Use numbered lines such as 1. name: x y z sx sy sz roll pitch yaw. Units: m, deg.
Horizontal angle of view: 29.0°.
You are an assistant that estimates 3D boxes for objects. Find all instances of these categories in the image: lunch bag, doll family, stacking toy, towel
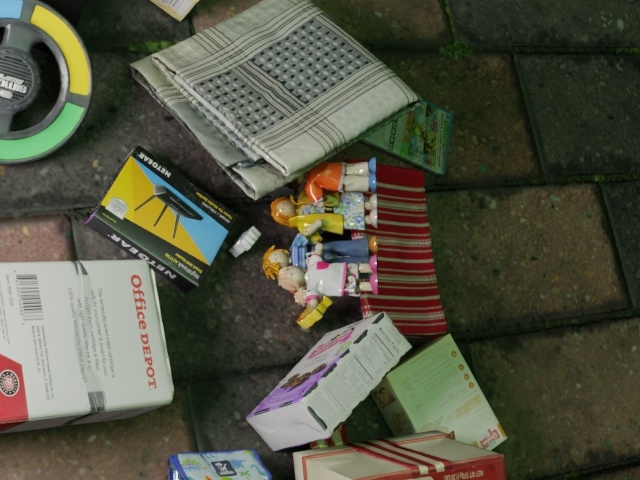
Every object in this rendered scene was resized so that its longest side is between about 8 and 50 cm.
1. lunch bag: -0.130 0.352 1.661 0.129 0.096 0.151 2 54 -29
2. doll family: 0.000 0.000 1.766 0.163 0.118 0.263 -1 59 3
3. stacking toy: -0.019 0.001 1.870 0.167 0.052 0.221 45 55 -12
4. towel: 0.116 0.013 1.911 0.199 0.031 0.275 8 70 -50
5. towel: -0.067 -0.231 1.812 0.324 0.056 0.312 -33 64 -27

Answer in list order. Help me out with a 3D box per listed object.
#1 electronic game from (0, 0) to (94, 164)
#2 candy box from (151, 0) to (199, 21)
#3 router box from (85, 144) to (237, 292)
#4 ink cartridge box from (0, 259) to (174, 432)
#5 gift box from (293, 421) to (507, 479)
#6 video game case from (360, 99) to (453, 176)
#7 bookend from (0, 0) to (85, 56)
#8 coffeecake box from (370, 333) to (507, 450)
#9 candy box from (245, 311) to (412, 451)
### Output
1. electronic game: -0.420 -0.216 1.666 0.229 0.048 0.229 -2 96 -20
2. candy box: -0.284 -0.499 1.858 0.316 0.087 0.183 35 60 -16
3. router box: -0.224 -0.030 1.759 0.179 0.046 0.133 35 60 -16
4. ink cartridge box: -0.340 0.134 1.569 0.273 0.114 0.197 0 73 -41
5. gift box: 0.113 0.371 1.674 0.255 0.258 0.276 0 88 -20
6. video game case: 0.141 -0.188 2.045 0.166 0.015 0.119 22 63 -22
7. bookend: -0.399 -0.361 1.753 0.156 0.072 0.157 22 64 -22
8. coffeecake box: 0.176 0.258 1.880 0.142 0.068 0.185 -28 89 -34
9. candy box: 0.011 0.199 1.746 0.070 0.165 0.196 51 56 -7
